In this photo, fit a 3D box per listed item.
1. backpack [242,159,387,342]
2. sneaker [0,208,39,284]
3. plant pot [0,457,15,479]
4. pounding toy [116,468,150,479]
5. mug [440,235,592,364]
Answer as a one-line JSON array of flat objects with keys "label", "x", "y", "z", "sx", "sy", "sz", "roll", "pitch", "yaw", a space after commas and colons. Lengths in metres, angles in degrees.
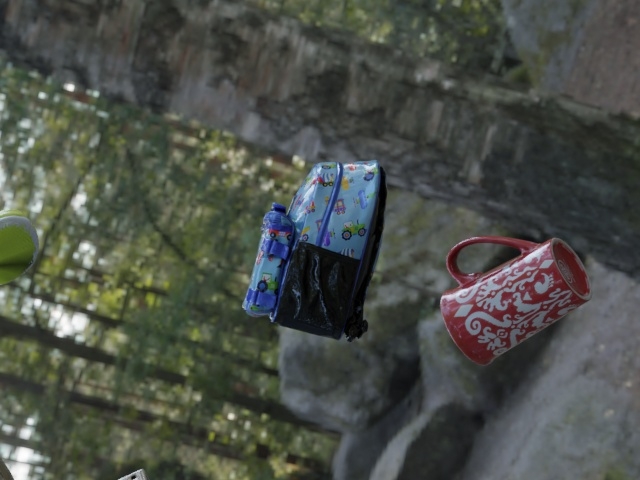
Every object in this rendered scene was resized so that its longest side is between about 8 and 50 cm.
[{"label": "backpack", "x": 0.000, "y": 0.000, "z": 1.102, "sx": 0.158, "sy": 0.117, "sz": 0.173, "roll": -172, "pitch": 96, "yaw": -87}, {"label": "sneaker", "x": -0.392, "y": 0.029, "z": 1.086, "sx": 0.126, "sy": 0.240, "sz": 0.091, "roll": 31, "pitch": 136, "yaw": 49}, {"label": "plant pot", "x": -0.409, "y": 0.339, "z": 1.122, "sx": 0.305, "sy": 0.334, "sz": 0.333, "roll": -4, "pitch": 71, "yaw": 60}, {"label": "pounding toy", "x": -0.203, "y": 0.356, "z": 1.354, "sx": 0.206, "sy": 0.094, "sz": 0.181, "roll": -122, "pitch": 9, "yaw": -55}, {"label": "mug", "x": 0.245, "y": 0.063, "z": 1.487, "sx": 0.169, "sy": 0.150, "sz": 0.113, "roll": -33, "pitch": 19, "yaw": 30}]
